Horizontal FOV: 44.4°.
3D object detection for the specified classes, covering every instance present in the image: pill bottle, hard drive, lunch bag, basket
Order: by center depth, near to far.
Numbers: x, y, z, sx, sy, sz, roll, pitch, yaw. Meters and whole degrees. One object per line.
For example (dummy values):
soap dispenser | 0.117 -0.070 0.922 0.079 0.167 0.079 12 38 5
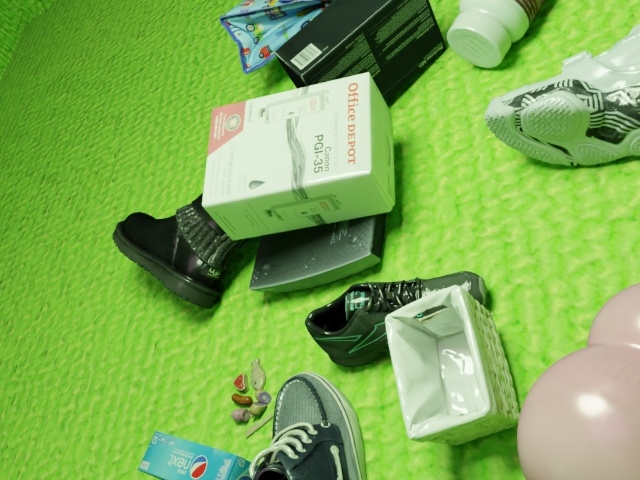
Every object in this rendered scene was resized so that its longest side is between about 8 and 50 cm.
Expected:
basket | 0.162 0.159 0.958 0.113 0.103 0.167 -27 53 27
pill bottle | 0.305 -0.405 1.297 0.121 0.121 0.221 17 71 50
hard drive | 0.000 0.000 1.314 0.254 0.054 0.172 -18 47 35
lunch bag | -0.035 -0.493 1.683 0.293 0.138 0.221 -18 22 20

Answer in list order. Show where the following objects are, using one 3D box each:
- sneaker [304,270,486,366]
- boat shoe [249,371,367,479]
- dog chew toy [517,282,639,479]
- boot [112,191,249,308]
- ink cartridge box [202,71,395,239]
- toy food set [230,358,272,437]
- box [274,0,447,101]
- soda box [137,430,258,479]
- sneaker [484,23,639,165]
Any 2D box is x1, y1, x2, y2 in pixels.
sneaker | 0.100 0.103 1.088 0.267 0.106 0.101 -26 42 26
boat shoe | -0.025 0.282 1.015 0.127 0.158 0.341 -39 39 13
dog chew toy | 0.338 0.133 0.757 0.206 0.207 0.332 19 66 51
boot | -0.244 -0.048 1.509 0.348 0.131 0.260 30 94 42
ink cartridge box | -0.033 -0.135 1.265 0.282 0.117 0.207 -10 57 18
toy food set | -0.116 0.249 1.247 0.078 0.019 0.122 -40 38 12
box | 0.075 -0.333 1.375 0.261 0.184 0.103 -41 50 -2
soda box | -0.181 0.347 1.187 0.210 0.071 0.067 1 60 45
sneaker | 0.407 -0.222 1.037 0.365 0.137 0.210 0 58 39
